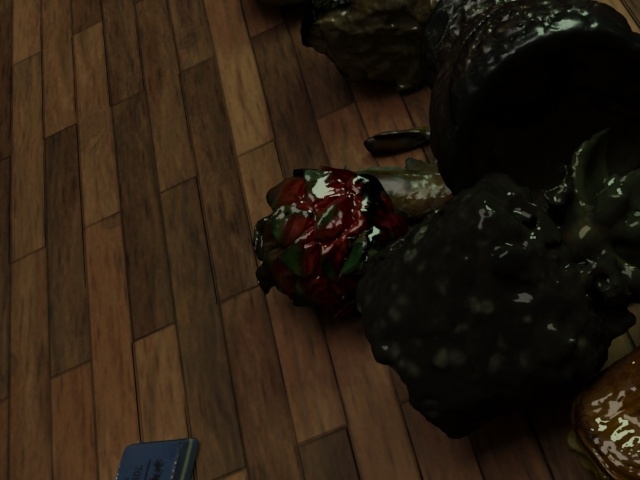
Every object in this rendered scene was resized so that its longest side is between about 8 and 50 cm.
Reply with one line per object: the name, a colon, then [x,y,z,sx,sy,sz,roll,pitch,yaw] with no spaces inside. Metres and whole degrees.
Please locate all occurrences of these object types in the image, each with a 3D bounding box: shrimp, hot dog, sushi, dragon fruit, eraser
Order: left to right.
eraser: [-0.198,0.314,1.230,0.082,0.036,0.225,-9,50,26]
dragon fruit: [0.008,0.000,1.290,0.189,0.182,0.182,16,61,17]
shrimp: [0.093,-0.094,1.405,0.253,0.058,0.173,6,49,29]
sushi: [0.140,-0.324,1.469,0.350,0.211,0.170,-14,52,26]
hot dog: [0.360,0.142,1.004,0.272,0.122,0.196,-37,42,10]

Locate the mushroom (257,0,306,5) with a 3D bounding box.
mushroom: [-0.052,-0.468,1.715,0.227,0.178,0.226,-13,58,22]

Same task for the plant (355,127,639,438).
plant: [0.207,0.034,1.078,0.312,0.215,0.213,-31,3,24]

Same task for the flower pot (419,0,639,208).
flower pot: [0.236,-0.174,1.258,0.267,0.266,0.267,-26,35,7]
